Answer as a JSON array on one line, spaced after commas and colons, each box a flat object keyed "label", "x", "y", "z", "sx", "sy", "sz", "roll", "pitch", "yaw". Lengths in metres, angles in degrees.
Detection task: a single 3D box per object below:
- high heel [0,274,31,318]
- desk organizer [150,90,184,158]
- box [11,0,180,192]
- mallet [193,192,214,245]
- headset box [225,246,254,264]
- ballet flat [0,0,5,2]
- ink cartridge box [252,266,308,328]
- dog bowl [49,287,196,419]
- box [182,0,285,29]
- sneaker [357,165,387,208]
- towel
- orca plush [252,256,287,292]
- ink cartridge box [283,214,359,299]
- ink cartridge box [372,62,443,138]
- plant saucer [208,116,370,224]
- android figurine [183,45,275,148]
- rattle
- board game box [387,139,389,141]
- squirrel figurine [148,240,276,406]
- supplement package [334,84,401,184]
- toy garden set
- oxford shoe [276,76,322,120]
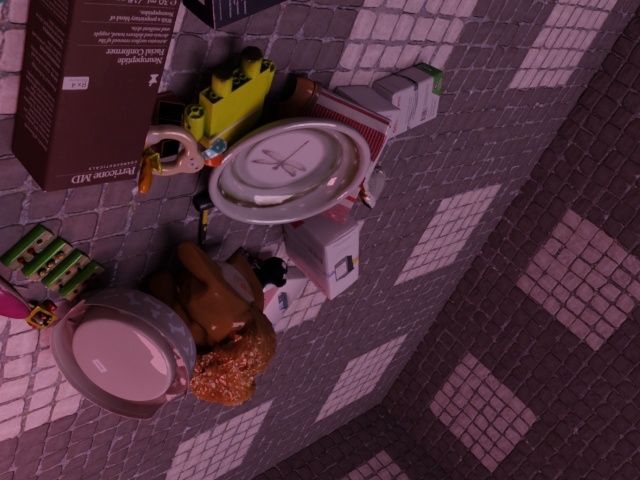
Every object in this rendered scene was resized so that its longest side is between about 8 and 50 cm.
[{"label": "high heel", "x": -0.704, "y": 0.094, "z": 1.214, "sx": 0.181, "sy": 0.127, "sz": 0.377, "roll": -51, "pitch": 140, "yaw": -12}, {"label": "desk organizer", "x": -0.320, "y": -0.238, "z": 1.390, "sx": 0.047, "sy": 0.050, "sz": 0.130, "roll": -23, "pitch": 146, "yaw": -38}, {"label": "box", "x": -0.389, "y": -0.279, "z": 1.140, "sx": 0.191, "sy": 0.143, "sz": 0.381, "roll": -17, "pitch": 143, "yaw": -44}, {"label": "mallet", "x": -0.288, "y": -0.054, "z": 1.716, "sx": 0.062, "sy": 0.039, "sz": 0.189, "roll": -29, "pitch": 153, "yaw": -24}, {"label": "headset box", "x": -0.239, "y": 0.065, "z": 1.950, "sx": 0.083, "sy": 0.032, "sz": 0.062, "roll": -45, "pitch": 154, "yaw": -5}, {"label": "ballet flat", "x": -0.546, "y": -0.337, "z": 0.909, "sx": 0.231, "sy": 0.077, "sz": 0.077, "roll": -28, "pitch": 132, "yaw": -28}, {"label": "ink cartridge box", "x": -0.204, "y": 0.219, "z": 2.180, "sx": 0.261, "sy": 0.066, "sz": 0.296, "roll": 0, "pitch": 128, "yaw": -56}, {"label": "dog bowl", "x": -0.451, "y": 0.260, "z": 1.574, "sx": 0.102, "sy": 0.349, "sz": 0.348, "roll": -64, "pitch": 178, "yaw": -55}, {"label": "box", "x": -0.142, "y": -0.502, "z": 1.214, "sx": 0.207, "sy": 0.108, "sz": 0.153, "roll": -32, "pitch": 150, "yaw": -27}, {"label": "sneaker", "x": 0.145, "y": -0.199, "z": 2.086, "sx": 0.121, "sy": 0.099, "sz": 0.262, "roll": -52, "pitch": 162, "yaw": -5}, {"label": "towel", "x": 0.016, "y": -0.218, "z": 1.742, "sx": 0.037, "sy": 0.237, "sz": 0.329, "roll": -72, "pitch": -173, "yaw": -58}, {"label": "orca plush", "x": -0.203, "y": 0.098, "z": 1.955, "sx": 0.287, "sy": 0.151, "sz": 0.102, "roll": -25, "pitch": 114, "yaw": -36}, {"label": "ink cartridge box", "x": 0.000, "y": 0.000, "z": 1.990, "sx": 0.131, "sy": 0.226, "sz": 0.306, "roll": -36, "pitch": 153, "yaw": -17}, {"label": "ink cartridge box", "x": 0.243, "y": -0.401, "z": 1.918, "sx": 0.208, "sy": 0.087, "sz": 0.153, "roll": -28, "pitch": 140, "yaw": -32}, {"label": "plant saucer", "x": -0.081, "y": -0.186, "z": 1.633, "sx": 0.401, "sy": 0.100, "sz": 0.400, "roll": -13, "pitch": 152, "yaw": -7}, {"label": "android figurine", "x": -0.193, "y": -0.292, "z": 1.447, "sx": 0.248, "sy": 0.056, "sz": 0.273, "roll": -42, "pitch": 169, "yaw": -27}, {"label": "rattle", "x": -0.271, "y": -0.151, "z": 1.358, "sx": 0.200, "sy": 0.142, "sz": 0.130, "roll": 16, "pitch": 113, "yaw": -35}, {"label": "board game box", "x": 0.217, "y": -0.344, "z": 2.036, "sx": 0.168, "sy": 0.033, "sz": 0.133, "roll": -52, "pitch": 153, "yaw": 12}, {"label": "squirrel figurine", "x": -0.318, "y": 0.252, "z": 1.718, "sx": 0.370, "sy": 0.397, "sz": 0.281, "roll": -38, "pitch": 167, "yaw": 14}, {"label": "supplement package", "x": 0.086, "y": -0.280, "z": 1.820, "sx": 0.134, "sy": 0.139, "sz": 0.244, "roll": -17, "pitch": 140, "yaw": -46}, {"label": "toy garden set", "x": -0.600, "y": 0.095, "z": 1.453, "sx": 0.204, "sy": 0.049, "sz": 0.244, "roll": -43, "pitch": 153, "yaw": -5}, {"label": "oxford shoe", "x": -0.081, "y": -0.310, "z": 1.636, "sx": 0.076, "sy": 0.076, "sz": 0.212, "roll": 19, "pitch": 123, "yaw": -25}]
